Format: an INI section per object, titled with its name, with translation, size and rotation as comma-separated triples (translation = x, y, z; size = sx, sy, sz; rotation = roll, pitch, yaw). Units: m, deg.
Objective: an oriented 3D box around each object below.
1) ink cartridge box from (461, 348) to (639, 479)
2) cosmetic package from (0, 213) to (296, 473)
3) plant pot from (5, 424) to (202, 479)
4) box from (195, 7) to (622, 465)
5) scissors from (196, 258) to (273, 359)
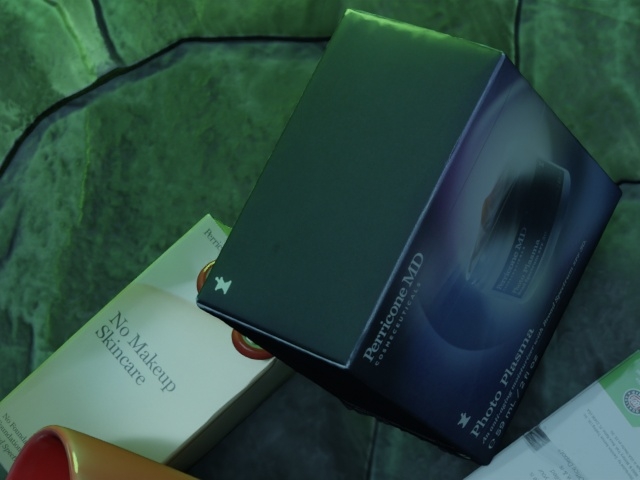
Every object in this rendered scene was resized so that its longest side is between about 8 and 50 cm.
[ink cartridge box]
translation = 0.255, 0.231, 1.656
size = 0.219, 0.092, 0.160
rotation = -36, 77, 4
[cosmetic package]
translation = -0.161, 0.139, 1.738
size = 0.309, 0.113, 0.160
rotation = -43, 77, 3
[plant pot]
translation = -0.154, 0.314, 1.572
size = 0.243, 0.275, 0.275
rotation = 15, 83, -23
[box]
translation = 0.088, 0.004, 1.585
size = 0.182, 0.294, 0.296
rotation = 21, 80, 36
[scissors]
translation = 0.000, 0.000, 1.706
size = 0.109, 0.021, 0.297
rotation = 41, 55, 10
